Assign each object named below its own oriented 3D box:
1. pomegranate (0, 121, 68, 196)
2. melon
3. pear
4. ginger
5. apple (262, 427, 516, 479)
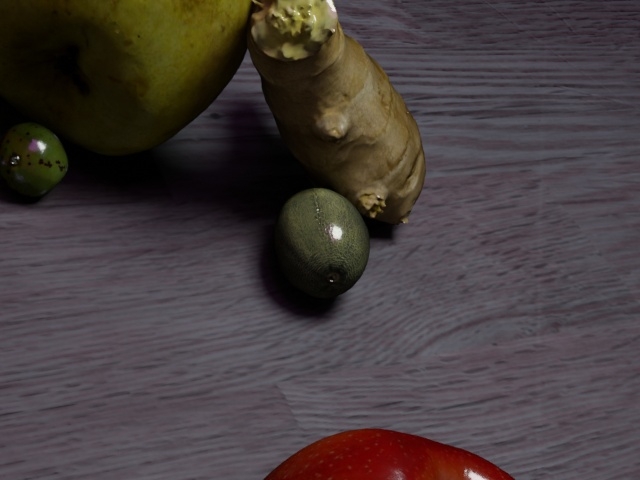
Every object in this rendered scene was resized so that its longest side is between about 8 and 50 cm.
[{"bbox_3d":[-0.285,-0.084,1.260,0.073,0.073,0.084,11,23,-16],"label":"pomegranate"},{"bbox_3d":[0.000,0.000,1.286,0.098,0.098,0.131,7,37,-21],"label":"melon"},{"bbox_3d":[-0.214,-0.251,1.304,0.304,0.304,0.304,14,40,-12],"label":"pear"},{"bbox_3d":[0.018,-0.175,1.314,0.166,0.375,0.236,-1,53,8],"label":"ginger"},{"bbox_3d":[0.054,0.259,0.917,0.260,0.216,0.260,24,33,-17],"label":"apple"}]
